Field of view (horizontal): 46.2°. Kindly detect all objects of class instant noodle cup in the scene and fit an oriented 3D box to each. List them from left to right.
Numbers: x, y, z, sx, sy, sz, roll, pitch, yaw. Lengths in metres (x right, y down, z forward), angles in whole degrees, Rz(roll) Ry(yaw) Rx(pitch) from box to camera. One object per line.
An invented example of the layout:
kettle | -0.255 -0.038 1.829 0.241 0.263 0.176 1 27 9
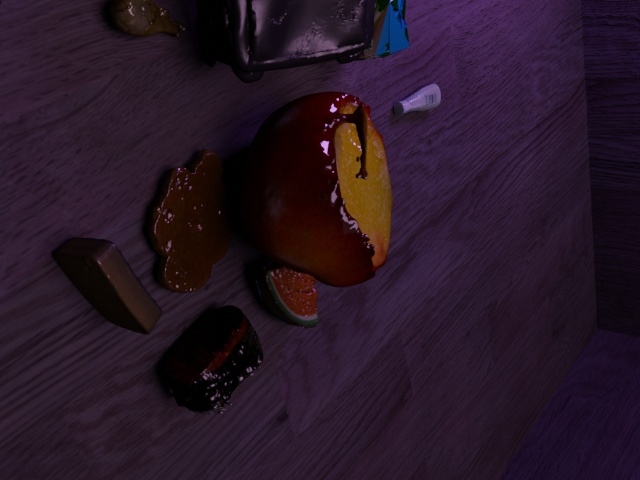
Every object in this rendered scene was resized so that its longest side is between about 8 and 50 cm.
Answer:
instant noodle cup | 0.095 -0.525 1.699 0.240 0.240 0.178 -41 135 -39

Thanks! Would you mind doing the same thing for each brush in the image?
brush | -0.369 0.078 1.316 0.059 0.123 0.197 -57 137 -33

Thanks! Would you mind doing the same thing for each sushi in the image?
sushi | -0.215 0.245 1.538 0.225 0.136 0.126 -53 138 -40

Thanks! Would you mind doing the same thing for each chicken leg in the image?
chicken leg | -0.303 -0.403 1.340 0.178 0.070 0.093 4 112 -59

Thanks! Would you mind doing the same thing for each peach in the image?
peach | -0.017 -0.101 1.557 0.335 0.310 0.406 14 71 -70

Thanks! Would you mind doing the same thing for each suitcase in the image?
suitcase | -0.064 -0.496 1.426 0.345 0.188 0.339 -18 124 -29

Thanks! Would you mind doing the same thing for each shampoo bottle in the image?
shampoo bottle | 0.269 -0.385 2.077 0.190 0.041 0.069 -27 123 -45

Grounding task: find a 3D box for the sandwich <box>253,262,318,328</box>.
sandwich | -0.082 0.107 1.717 0.235 0.079 0.159 27 75 -52

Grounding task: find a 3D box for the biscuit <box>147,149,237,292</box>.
biscuit | -0.257 -0.039 1.494 0.208 0.041 0.291 19 82 -52
